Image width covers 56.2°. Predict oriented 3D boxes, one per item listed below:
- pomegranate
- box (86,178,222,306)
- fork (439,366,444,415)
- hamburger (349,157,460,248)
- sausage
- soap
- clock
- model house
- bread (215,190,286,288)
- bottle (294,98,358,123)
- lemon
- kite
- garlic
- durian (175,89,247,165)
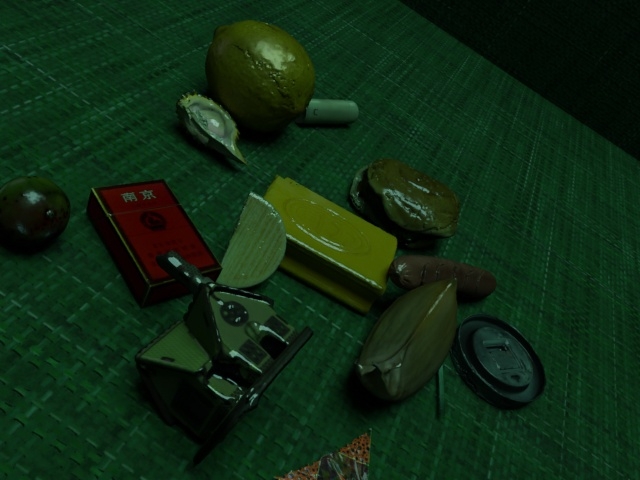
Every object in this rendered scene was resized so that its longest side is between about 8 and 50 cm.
[{"bbox_3d":[-0.486,-0.046,1.002,0.130,0.130,0.130,19,40,-17],"label":"pomegranate"},{"bbox_3d":[-0.309,-0.004,1.106,0.153,0.074,0.240,-17,59,-39],"label":"box"},{"bbox_3d":[0.246,0.267,1.245,0.039,0.021,0.235,22,41,-7],"label":"fork"},{"bbox_3d":[0.224,-0.108,1.536,0.285,0.134,0.265,29,40,-9],"label":"hamburger"},{"bbox_3d":[0.280,0.082,1.350,0.433,0.088,0.088,11,41,-48],"label":"sausage"},{"bbox_3d":[-0.001,0.000,1.295,0.324,0.096,0.204,28,39,-6],"label":"soap"},{"bbox_3d":[0.391,0.265,1.325,0.226,0.049,0.226,18,42,-17],"label":"clock"},{"bbox_3d":[-0.194,0.152,0.909,0.278,0.205,0.218,39,37,5],"label":"model house"},{"bbox_3d":[-0.125,0.013,1.167,0.112,0.036,0.193,23,83,-13],"label":"bread"},{"bbox_3d":[0.015,-0.370,1.718,0.201,0.072,0.072,-9,55,-40],"label":"bottle"},{"bbox_3d":[-0.155,-0.417,1.503,0.310,0.258,0.258,44,39,4],"label":"lemon"},{"bbox_3d":[0.038,0.397,0.971,0.222,0.008,0.125,-10,55,-41],"label":"kite"},{"bbox_3d":[0.142,0.196,1.114,0.151,0.196,0.338,31,38,23],"label":"garlic"},{"bbox_3d":[-0.253,-0.248,1.407,0.224,0.078,0.140,52,29,7],"label":"durian"}]
